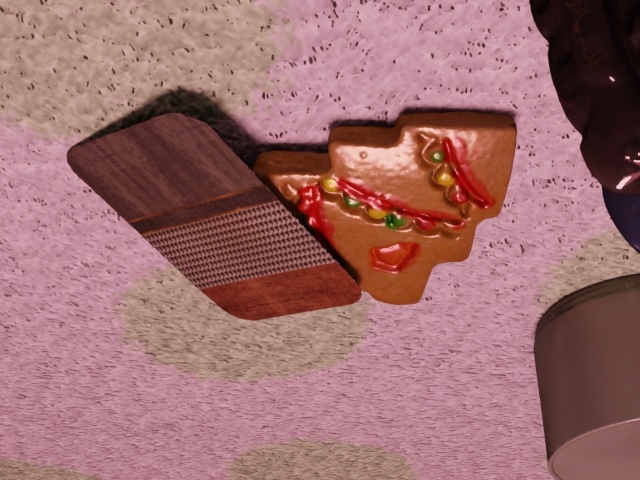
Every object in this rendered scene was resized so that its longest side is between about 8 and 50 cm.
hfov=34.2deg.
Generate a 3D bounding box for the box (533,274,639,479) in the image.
[{"bbox_3d":[0.336,0.152,1.055,0.226,0.149,0.226,0,147,0],"label":"box"}]

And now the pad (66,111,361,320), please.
[{"bbox_3d":[-0.155,0.024,0.912,0.323,0.055,0.250,-27,127,24],"label":"pad"}]

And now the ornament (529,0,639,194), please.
[{"bbox_3d":[0.204,-0.173,0.473,0.106,0.251,0.260,-2,151,-25],"label":"ornament"}]

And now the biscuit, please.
[{"bbox_3d":[0.062,-0.030,0.855,0.238,0.041,0.212,-32,125,31],"label":"biscuit"}]

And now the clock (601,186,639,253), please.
[{"bbox_3d":[0.325,-0.055,0.750,0.243,0.147,0.200,-1,152,-11],"label":"clock"}]
